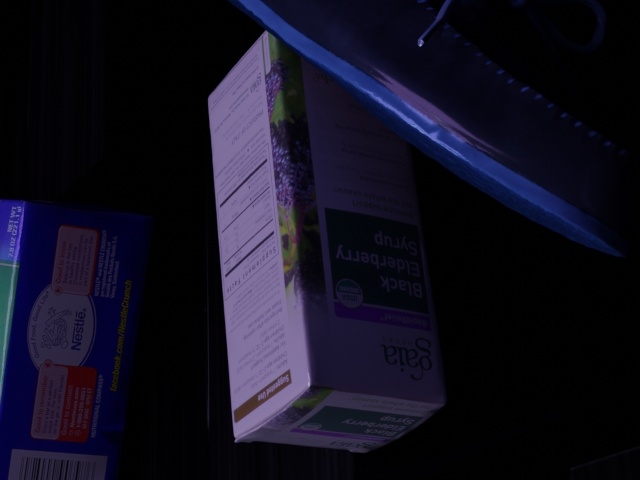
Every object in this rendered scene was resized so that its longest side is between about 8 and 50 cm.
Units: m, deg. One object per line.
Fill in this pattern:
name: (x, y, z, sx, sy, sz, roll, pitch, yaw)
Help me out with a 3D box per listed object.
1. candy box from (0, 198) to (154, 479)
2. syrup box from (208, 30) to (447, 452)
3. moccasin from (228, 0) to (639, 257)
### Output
candy box: (-0.272, 0.098, 1.365, 0.317, 0.122, 0.268, 3, 85, 62)
syrup box: (0.000, 0.000, 0.937, 0.096, 0.093, 0.237, -41, 47, 48)
moccasin: (0.050, -0.120, 0.801, 0.117, 0.137, 0.342, -51, 55, 3)
